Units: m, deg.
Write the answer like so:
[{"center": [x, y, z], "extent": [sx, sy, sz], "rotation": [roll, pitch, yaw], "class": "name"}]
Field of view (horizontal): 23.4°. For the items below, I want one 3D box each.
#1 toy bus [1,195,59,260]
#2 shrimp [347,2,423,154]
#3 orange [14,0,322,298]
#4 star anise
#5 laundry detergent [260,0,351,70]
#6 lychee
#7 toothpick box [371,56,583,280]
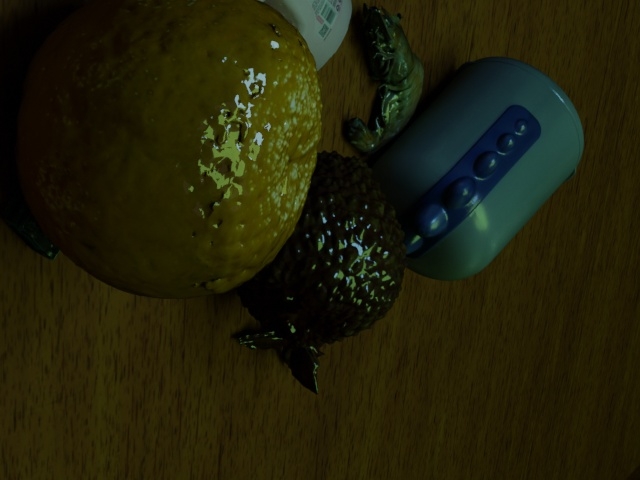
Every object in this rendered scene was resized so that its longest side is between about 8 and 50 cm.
[{"center": [-0.307, -0.015, 1.669], "extent": [0.038, 0.046, 0.083], "rotation": [-59, 153, -15], "class": "toy bus"}, {"center": [0.079, -0.223, 2.193], "extent": [0.169, 0.058, 0.296], "rotation": [-59, 155, -11], "class": "shrimp"}, {"center": [-0.160, -0.107, 1.600], "extent": [0.340, 0.293, 0.340], "rotation": [14, 90, -74], "class": "orange"}, {"center": [-0.056, 0.150, 2.234], "extent": [0.140, 0.144, 0.158], "rotation": [45, 52, -12], "class": "star anise"}, {"center": [-0.068, -0.316, 1.827], "extent": [0.159, 0.088, 0.335], "rotation": [-63, 151, -7], "class": "laundry detergent"}, {"center": [0.000, 0.000, 2.032], "extent": [0.271, 0.271, 0.271], "rotation": [-40, 142, -41], "class": "lychee"}, {"center": [0.218, -0.096, 2.318], "extent": [0.354, 0.263, 0.263], "rotation": [-46, 145, -33], "class": "toothpick box"}]
